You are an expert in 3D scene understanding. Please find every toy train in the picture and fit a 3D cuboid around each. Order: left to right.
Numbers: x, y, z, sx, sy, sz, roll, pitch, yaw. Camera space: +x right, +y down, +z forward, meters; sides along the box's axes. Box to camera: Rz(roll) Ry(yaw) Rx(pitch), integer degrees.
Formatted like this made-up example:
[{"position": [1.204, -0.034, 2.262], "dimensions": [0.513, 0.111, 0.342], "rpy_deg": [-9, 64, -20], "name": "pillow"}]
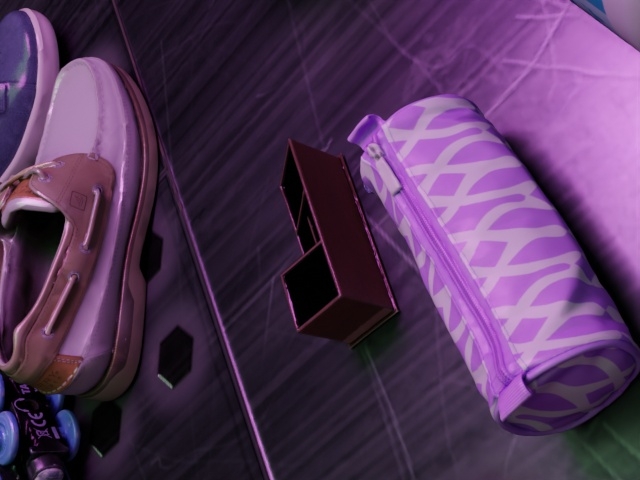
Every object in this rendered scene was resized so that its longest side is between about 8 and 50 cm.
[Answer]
[{"position": [-0.264, 0.153, 0.942], "dimensions": [0.184, 0.080, 0.105], "rpy_deg": [52, 125, 40], "name": "toy train"}]

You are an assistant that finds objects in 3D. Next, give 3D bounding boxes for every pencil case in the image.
[{"position": [0.089, 0.006, 0.602], "dimensions": [0.086, 0.088, 0.206], "rpy_deg": [-51, 47, 26], "name": "pencil case"}]

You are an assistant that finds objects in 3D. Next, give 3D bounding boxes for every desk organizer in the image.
[{"position": [0.000, 0.000, 0.726], "dimensions": [0.047, 0.050, 0.130], "rpy_deg": [-41, 51, 31], "name": "desk organizer"}]

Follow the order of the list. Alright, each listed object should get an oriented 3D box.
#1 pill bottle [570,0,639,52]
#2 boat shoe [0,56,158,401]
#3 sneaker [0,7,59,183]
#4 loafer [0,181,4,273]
[{"position": [0.163, -0.178, 0.539], "dimensions": [0.146, 0.146, 0.264], "rpy_deg": [-55, 44, 19], "name": "pill bottle"}, {"position": [-0.206, -0.024, 0.913], "dimensions": [0.113, 0.103, 0.302], "rpy_deg": [-25, 60, 39], "name": "boat shoe"}, {"position": [-0.383, -0.080, 1.086], "dimensions": [0.350, 0.148, 0.131], "rpy_deg": [-59, 44, 15], "name": "sneaker"}, {"position": [-0.304, 0.019, 1.044], "dimensions": [0.050, 0.056, 0.148], "rpy_deg": [7, 93, 47], "name": "loafer"}]
